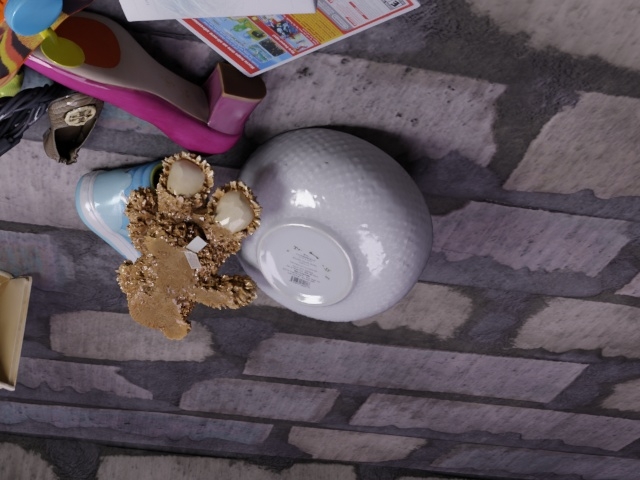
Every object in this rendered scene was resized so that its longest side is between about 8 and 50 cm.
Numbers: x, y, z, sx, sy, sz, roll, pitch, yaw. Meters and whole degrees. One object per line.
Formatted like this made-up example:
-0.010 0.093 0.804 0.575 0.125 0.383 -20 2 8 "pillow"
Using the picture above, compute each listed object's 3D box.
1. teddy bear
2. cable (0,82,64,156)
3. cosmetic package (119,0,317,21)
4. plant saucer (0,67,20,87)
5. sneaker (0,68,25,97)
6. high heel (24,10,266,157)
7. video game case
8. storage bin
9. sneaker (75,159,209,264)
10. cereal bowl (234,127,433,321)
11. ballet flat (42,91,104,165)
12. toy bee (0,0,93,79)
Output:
-0.203 0.004 1.654 0.245 0.113 0.338 15 130 7 "teddy bear"
-0.452 -0.178 1.533 0.184 0.047 0.150 -37 176 -10 "cable"
-0.121 -0.362 1.131 0.224 0.138 0.224 -2 147 9 "cosmetic package"
-0.497 -0.270 1.411 0.200 0.037 0.200 9 140 8 "plant saucer"
-0.506 -0.197 1.546 0.208 0.094 0.081 -22 142 36 "sneaker"
-0.274 -0.198 1.484 0.377 0.127 0.181 15 142 -27 "high heel"
-0.044 -0.314 1.361 0.285 0.025 0.204 -17 147 32 "video game case"
-0.706 0.137 2.020 0.123 0.260 0.262 -21 145 35 "storage bin"
-0.246 -0.026 1.819 0.208 0.127 0.319 -12 150 27 "sneaker"
0.000 0.000 1.676 0.339 0.141 0.339 11 128 15 "cereal bowl"
-0.370 -0.164 1.577 0.084 0.058 0.250 -12 172 -25 "ballet flat"
-0.326 -0.293 1.283 0.298 0.195 0.162 -25 168 24 "toy bee"
